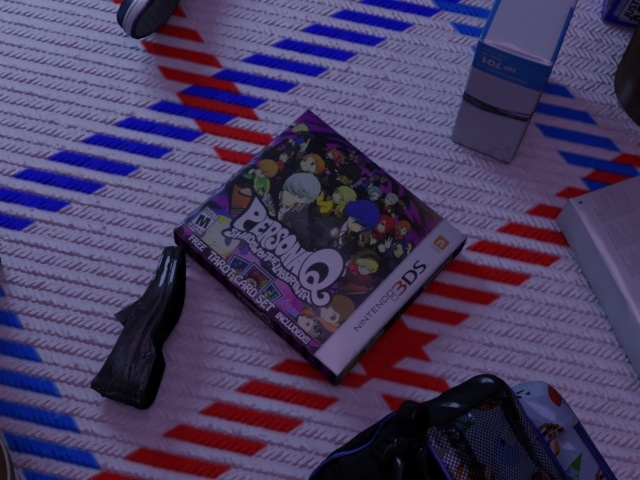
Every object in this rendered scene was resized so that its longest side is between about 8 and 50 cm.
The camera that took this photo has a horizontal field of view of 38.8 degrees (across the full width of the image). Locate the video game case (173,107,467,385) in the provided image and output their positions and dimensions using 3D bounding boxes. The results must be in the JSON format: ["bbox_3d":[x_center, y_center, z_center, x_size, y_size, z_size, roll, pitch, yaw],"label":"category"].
[{"bbox_3d":[0.000,0.000,0.958,0.232,0.042,0.210,41,69,13],"label":"video game case"}]

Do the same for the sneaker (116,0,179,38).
[{"bbox_3d":[-0.227,-0.344,1.060,0.163,0.086,0.226,25,57,-4],"label":"sneaker"}]

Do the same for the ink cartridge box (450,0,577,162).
[{"bbox_3d":[0.210,-0.195,0.975,0.082,0.191,0.139,21,67,7],"label":"ink cartridge box"}]

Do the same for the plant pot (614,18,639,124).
[{"bbox_3d":[0.415,-0.211,1.008,0.167,0.165,0.167,1,67,-2],"label":"plant pot"}]

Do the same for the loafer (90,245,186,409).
[{"bbox_3d":[-0.177,0.079,0.904,0.061,0.062,0.170,12,65,7],"label":"loafer"}]

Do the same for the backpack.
[{"bbox_3d":[0.133,0.262,0.753,0.213,0.276,0.263,-17,71,-25],"label":"backpack"}]

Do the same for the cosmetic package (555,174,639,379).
[{"bbox_3d":[0.346,0.055,0.946,0.099,0.060,0.239,-17,68,-13],"label":"cosmetic package"}]

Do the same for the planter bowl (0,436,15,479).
[{"bbox_3d":[-0.342,0.227,0.801,0.162,0.109,0.162,1,67,-3],"label":"planter bowl"}]

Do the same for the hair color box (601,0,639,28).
[{"bbox_3d":[0.528,-0.329,1.100,0.339,0.110,0.185,14,68,1],"label":"hair color box"}]
